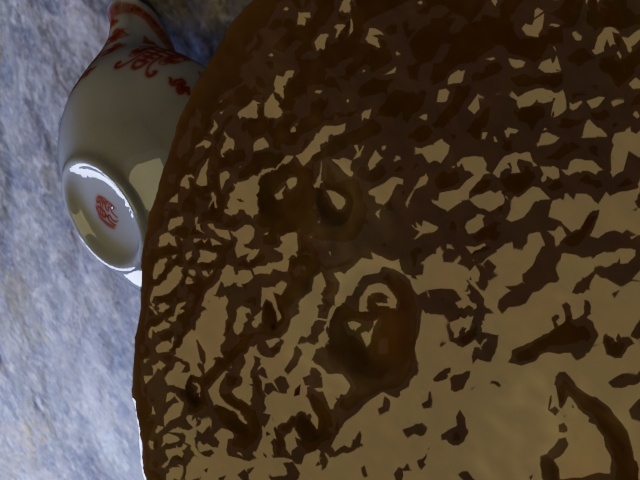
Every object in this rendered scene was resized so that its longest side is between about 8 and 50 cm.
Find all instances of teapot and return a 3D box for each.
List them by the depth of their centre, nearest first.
[{"bbox_3d":[-0.082,-0.025,1.178,0.159,0.116,0.245,-30,95,43],"label":"teapot"}]

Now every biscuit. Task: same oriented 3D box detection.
[{"bbox_3d":[0.071,0.031,0.954,0.365,0.062,0.385,36,112,25],"label":"biscuit"}]
